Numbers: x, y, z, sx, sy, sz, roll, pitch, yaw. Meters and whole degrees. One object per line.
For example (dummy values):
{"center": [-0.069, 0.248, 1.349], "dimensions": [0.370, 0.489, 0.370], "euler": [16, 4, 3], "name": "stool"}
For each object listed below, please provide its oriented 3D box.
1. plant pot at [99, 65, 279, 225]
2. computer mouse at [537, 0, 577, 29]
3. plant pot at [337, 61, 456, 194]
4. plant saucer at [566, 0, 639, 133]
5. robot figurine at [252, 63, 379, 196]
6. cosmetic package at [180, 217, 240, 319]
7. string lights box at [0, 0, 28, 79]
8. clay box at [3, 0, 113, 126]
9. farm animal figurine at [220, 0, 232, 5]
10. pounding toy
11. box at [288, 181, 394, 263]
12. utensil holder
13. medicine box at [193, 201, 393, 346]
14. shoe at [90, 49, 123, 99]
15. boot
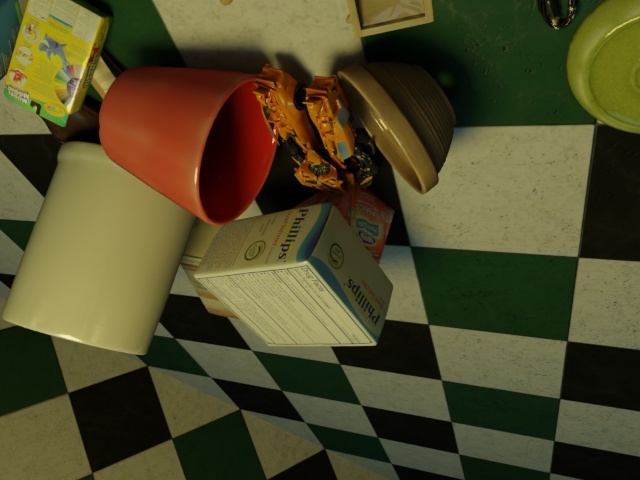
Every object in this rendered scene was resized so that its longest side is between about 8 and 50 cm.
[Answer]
{"center": [-0.244, -0.193, 1.008], "dimensions": [0.243, 0.275, 0.275], "euler": [21, 147, 17], "name": "plant pot"}
{"center": [0.263, -0.361, 0.693], "dimensions": [0.071, 0.041, 0.242], "euler": [-17, 132, 40], "name": "computer mouse"}
{"center": [0.137, -0.198, 0.879], "dimensions": [0.110, 0.237, 0.237], "euler": [-35, 128, 3], "name": "plant pot"}
{"center": [0.460, -0.232, 0.747], "dimensions": [0.241, 0.037, 0.241], "euler": [19, 145, 14], "name": "plant saucer"}
{"center": [-0.009, -0.184, 1.005], "dimensions": [0.211, 0.085, 0.291], "euler": [18, 155, 28], "name": "robot figurine"}
{"center": [-0.261, 0.084, 1.498], "dimensions": [0.153, 0.129, 0.296], "euler": [9, 144, 18], "name": "cosmetic package"}
{"center": [-0.584, -0.347, 0.947], "dimensions": [0.077, 0.259, 0.133], "euler": [23, 145, -4], "name": "string lights box"}
{"center": [-0.479, -0.333, 1.001], "dimensions": [0.127, 0.053, 0.222], "euler": [28, 113, -9], "name": "clay box"}
{"center": [-0.240, -0.458, 0.689], "dimensions": [0.327, 0.172, 0.330], "euler": [-21, 147, -14], "name": "farm animal figurine"}
{"center": [0.084, -0.352, 0.766], "dimensions": [0.130, 0.100, 0.141], "euler": [-7, 142, 13], "name": "pounding toy"}
{"center": [0.000, 0.000, 1.229], "dimensions": [0.142, 0.154, 0.300], "euler": [36, 143, -23], "name": "box"}
{"center": [-0.471, 0.026, 1.220], "dimensions": [0.328, 0.385, 0.327], "euler": [15, 169, 3], "name": "utensil holder"}
{"center": [-0.047, 0.082, 1.101], "dimensions": [0.289, 0.149, 0.263], "euler": [-9, 135, 35], "name": "medicine box"}
{"center": [-0.397, -0.298, 1.077], "dimensions": [0.058, 0.076, 0.219], "euler": [-37, 113, 9], "name": "shoe"}
{"center": [-0.516, -0.270, 1.169], "dimensions": [0.249, 0.090, 0.207], "euler": [-6, 140, 38], "name": "boot"}
